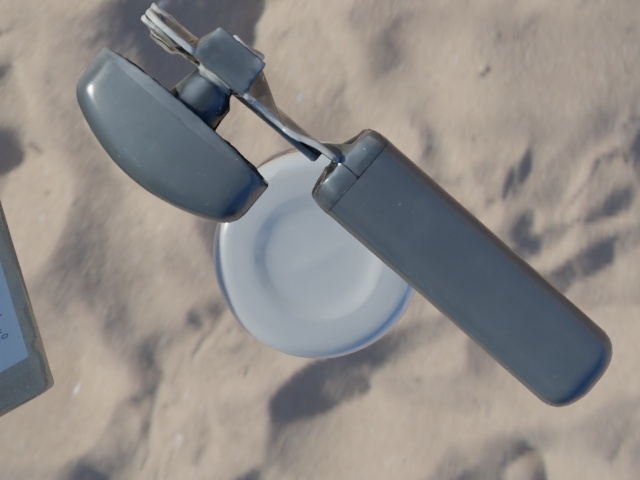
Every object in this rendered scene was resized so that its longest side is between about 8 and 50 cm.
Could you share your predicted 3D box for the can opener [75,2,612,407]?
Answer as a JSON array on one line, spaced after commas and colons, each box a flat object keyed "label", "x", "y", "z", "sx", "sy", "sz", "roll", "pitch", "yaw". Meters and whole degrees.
[{"label": "can opener", "x": 0.009, "y": -0.007, "z": 0.929, "sx": 0.283, "sy": 0.076, "sz": 0.095, "roll": 41, "pitch": 92, "yaw": -2}]

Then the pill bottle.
[{"label": "pill bottle", "x": 0.000, "y": 0.000, "z": 1.179, "sx": 0.121, "sy": 0.216, "sz": 0.121, "roll": 0, "pitch": 95, "yaw": 1}]

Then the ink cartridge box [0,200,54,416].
[{"label": "ink cartridge box", "x": -0.270, "y": 0.018, "z": 1.047, "sx": 0.193, "sy": 0.088, "sz": 0.234, "roll": -30, "pitch": 126, "yaw": -27}]
